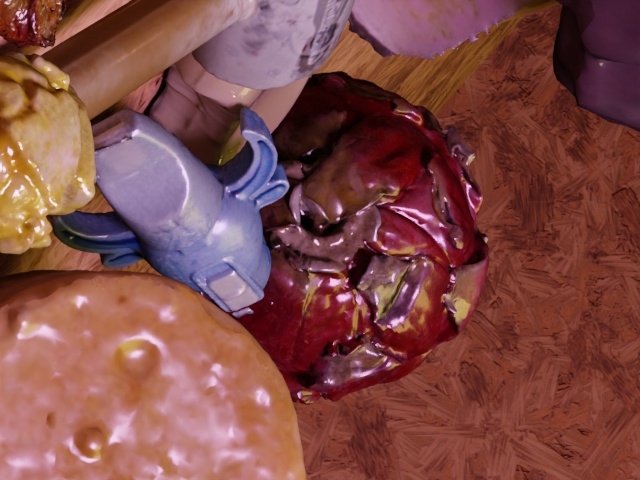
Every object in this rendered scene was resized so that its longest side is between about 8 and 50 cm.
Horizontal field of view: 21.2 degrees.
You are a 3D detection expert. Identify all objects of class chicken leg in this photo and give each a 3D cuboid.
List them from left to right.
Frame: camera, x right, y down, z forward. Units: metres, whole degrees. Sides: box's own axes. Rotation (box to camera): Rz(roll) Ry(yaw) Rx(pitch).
[{"bbox_3d":[-0.150,-0.129,0.857,0.145,0.037,0.062,-5,112,-84],"label":"chicken leg"}]

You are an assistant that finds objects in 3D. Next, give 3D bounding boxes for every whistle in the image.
[{"bbox_3d":[-0.106,-0.023,1.316,0.180,0.093,0.269,-23,146,9],"label":"whistle"}]

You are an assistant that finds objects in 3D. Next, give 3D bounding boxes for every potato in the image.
[{"bbox_3d":[0.134,-0.272,1.312,0.266,0.229,0.229,-43,171,-48],"label":"potato"}]

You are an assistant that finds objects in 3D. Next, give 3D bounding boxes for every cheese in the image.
[{"bbox_3d":[-0.055,-0.155,1.297,0.163,0.082,0.286,-49,173,-24],"label":"cheese"}]

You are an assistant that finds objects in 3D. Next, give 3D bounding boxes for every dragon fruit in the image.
[{"bbox_3d":[0.000,-0.003,1.601,0.329,0.329,0.329,-50,175,-6],"label":"dragon fruit"}]

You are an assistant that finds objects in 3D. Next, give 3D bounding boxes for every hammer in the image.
[{"bbox_3d":[-0.087,-0.133,1.029,0.305,0.113,0.202,-39,160,-34],"label":"hammer"}]

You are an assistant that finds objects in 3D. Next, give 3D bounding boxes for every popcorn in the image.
[{"bbox_3d":[-0.171,-0.043,0.866,0.116,0.106,0.120,-16,-175,-22],"label":"popcorn"}]

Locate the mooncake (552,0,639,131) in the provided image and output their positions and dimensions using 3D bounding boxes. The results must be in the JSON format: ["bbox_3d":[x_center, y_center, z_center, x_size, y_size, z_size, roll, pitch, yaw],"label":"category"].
[{"bbox_3d":[0.285,-0.235,1.120,0.381,0.212,0.350,-50,154,-55],"label":"mooncake"}]

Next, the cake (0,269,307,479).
[{"bbox_3d":[-0.211,0.181,1.282,0.332,0.332,0.321,-48,-160,-26],"label":"cake"}]
